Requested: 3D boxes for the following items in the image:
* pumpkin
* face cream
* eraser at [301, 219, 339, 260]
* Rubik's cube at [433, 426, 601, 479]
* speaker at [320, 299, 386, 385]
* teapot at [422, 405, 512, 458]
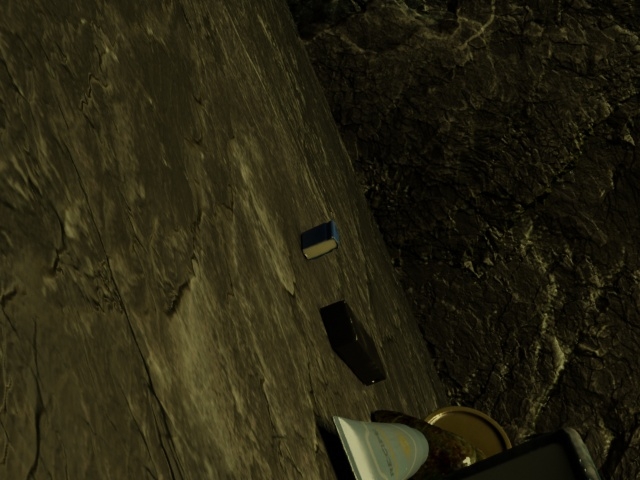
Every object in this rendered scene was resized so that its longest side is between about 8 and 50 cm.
[{"bbox_3d":[0.193,0.359,2.000,0.111,0.163,0.278,61,8,-45],"label":"pumpkin"},{"bbox_3d":[0.090,0.313,1.727,0.136,0.086,0.385,68,12,12],"label":"face cream"},{"bbox_3d":[0.000,0.000,2.089,0.085,0.063,0.027,-95,161,-69],"label":"eraser"},{"bbox_3d":[0.188,0.426,1.149,0.316,0.313,0.318,-105,168,-50],"label":"Rubik's cube"},{"bbox_3d":[0.060,0.181,2.047,0.218,0.044,0.082,55,14,-60],"label":"speaker"},{"bbox_3d":[0.239,0.431,2.154,0.175,0.185,0.268,100,14,-45],"label":"teapot"}]
